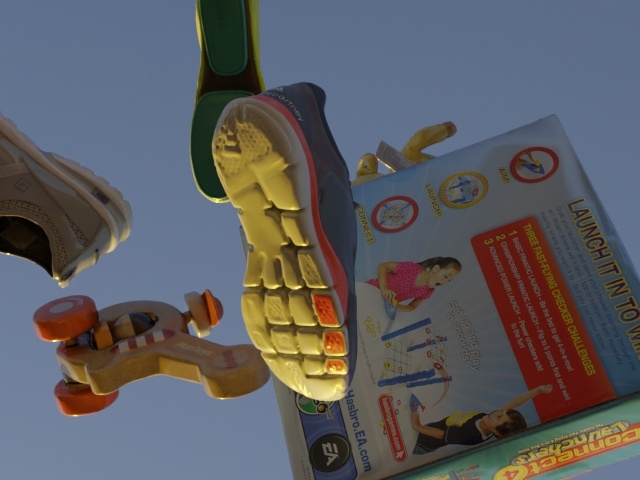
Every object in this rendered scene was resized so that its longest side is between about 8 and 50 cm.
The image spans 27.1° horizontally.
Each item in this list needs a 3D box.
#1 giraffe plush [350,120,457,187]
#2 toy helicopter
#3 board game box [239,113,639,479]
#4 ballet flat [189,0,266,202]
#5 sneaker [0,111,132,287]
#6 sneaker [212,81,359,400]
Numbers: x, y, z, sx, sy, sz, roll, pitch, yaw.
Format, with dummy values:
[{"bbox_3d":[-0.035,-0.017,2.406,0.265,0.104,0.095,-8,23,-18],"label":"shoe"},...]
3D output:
[{"bbox_3d":[0.085,-0.018,1.402,0.210,0.181,0.170,51,-26,-17],"label":"giraffe plush"},{"bbox_3d":[-0.182,0.135,1.685,0.355,0.235,0.140,10,-61,46],"label":"toy helicopter"},{"bbox_3d":[0.107,0.069,1.101,0.302,0.308,0.086,-19,-44,4],"label":"board game box"},{"bbox_3d":[-0.085,-0.154,1.309,0.077,0.077,0.231,3,-82,12],"label":"ballet flat"},{"bbox_3d":[-0.324,-0.054,1.271,0.281,0.115,0.105,25,-41,11],"label":"sneaker"},{"bbox_3d":[0.000,0.000,0.613,0.061,0.065,0.158,11,-57,35],"label":"sneaker"}]
